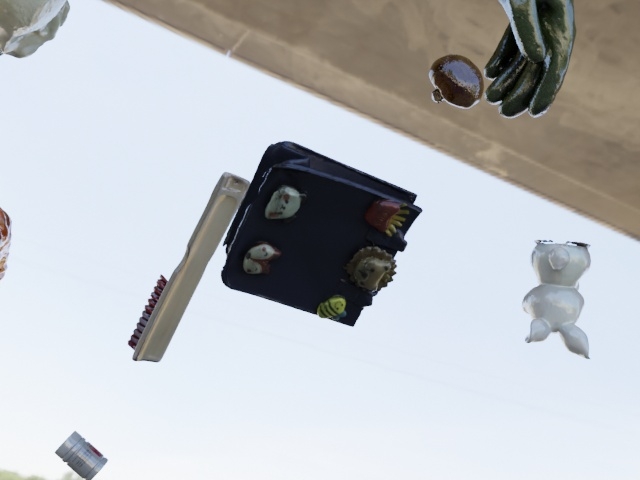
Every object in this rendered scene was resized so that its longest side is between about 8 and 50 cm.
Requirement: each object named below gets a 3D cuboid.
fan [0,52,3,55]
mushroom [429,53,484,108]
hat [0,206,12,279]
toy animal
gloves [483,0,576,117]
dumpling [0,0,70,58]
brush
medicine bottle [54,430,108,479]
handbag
[{"bbox_3d":[-0.686,-0.401,1.457,0.335,0.229,0.011,-3,-57,29],"label":"fan"},{"bbox_3d":[0.288,-0.337,1.452,0.127,0.127,0.087,22,-31,-14],"label":"mushroom"},{"bbox_3d":[-0.620,0.043,0.871,0.400,0.285,0.285,9,-22,-24],"label":"hat"},{"bbox_3d":[0.265,0.062,0.762,0.071,0.124,0.085,10,-4,6],"label":"toy animal"},{"bbox_3d":[0.239,-0.276,0.802,0.107,0.268,0.135,-4,0,19],"label":"gloves"},{"bbox_3d":[-0.453,-0.412,1.057,0.147,0.193,0.258,24,-41,15],"label":"dumpling"},{"bbox_3d":[-0.204,0.040,1.041,0.050,0.321,0.060,36,11,38],"label":"brush"},{"bbox_3d":[-0.474,0.428,1.360,0.091,0.058,0.058,43,-30,-3],"label":"medicine bottle"},{"bbox_3d":[0.000,0.000,1.313,0.329,0.122,0.303,21,-60,-12],"label":"handbag"}]
